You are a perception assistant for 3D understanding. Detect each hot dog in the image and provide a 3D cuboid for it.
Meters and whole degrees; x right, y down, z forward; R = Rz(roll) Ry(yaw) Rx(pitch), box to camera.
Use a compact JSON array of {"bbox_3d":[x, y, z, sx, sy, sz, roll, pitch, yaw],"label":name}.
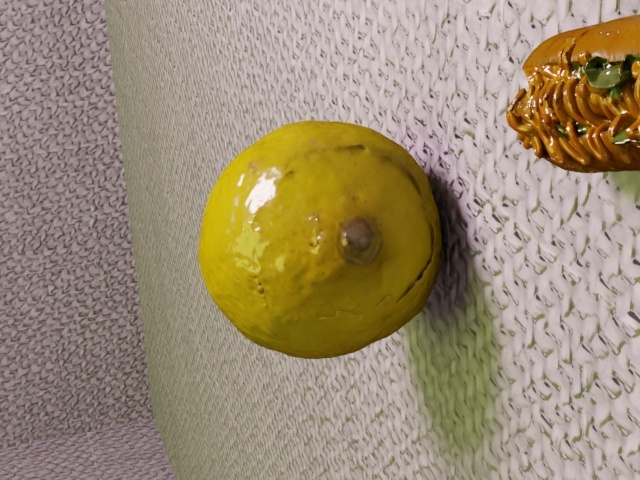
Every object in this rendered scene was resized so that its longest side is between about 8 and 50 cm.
[{"bbox_3d":[0.136,-0.066,0.596,0.188,0.055,0.072,-172,71,-74],"label":"hot dog"}]

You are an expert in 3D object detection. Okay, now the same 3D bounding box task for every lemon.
[{"bbox_3d":[0.001,0.001,0.930,0.193,0.180,0.180,58,-166,-65],"label":"lemon"}]
